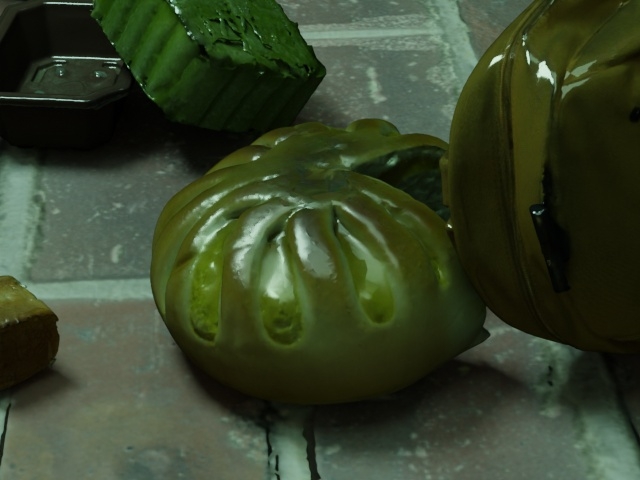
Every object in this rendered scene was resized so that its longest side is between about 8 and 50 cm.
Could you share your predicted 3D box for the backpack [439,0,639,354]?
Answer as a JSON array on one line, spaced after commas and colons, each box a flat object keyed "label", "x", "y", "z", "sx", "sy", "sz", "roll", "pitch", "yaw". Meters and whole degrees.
[{"label": "backpack", "x": 0.275, "y": -0.063, "z": 1.229, "sx": 0.378, "sy": 0.354, "sz": 0.201, "roll": -31, "pitch": 21, "yaw": -32}]

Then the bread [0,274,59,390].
[{"label": "bread", "x": -0.270, "y": 0.080, "z": 1.237, "sx": 0.070, "sy": 0.077, "sz": 0.083, "roll": -15, "pitch": 36, "yaw": -40}]

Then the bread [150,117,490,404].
[{"label": "bread", "x": 0.000, "y": 0.000, "z": 1.276, "sx": 0.333, "sy": 0.160, "sz": 0.333, "roll": -1, "pitch": 33, "yaw": 1}]

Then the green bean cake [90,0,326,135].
[{"label": "green bean cake", "x": -0.118, "y": -0.214, "z": 1.545, "sx": 0.200, "sy": 0.113, "sz": 0.214, "roll": 4, "pitch": 43, "yaw": -47}]

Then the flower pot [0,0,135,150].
[{"label": "flower pot", "x": -0.277, "y": -0.178, "z": 1.599, "sx": 0.178, "sy": 0.084, "sz": 0.251, "roll": 2, "pitch": 34, "yaw": 4}]
